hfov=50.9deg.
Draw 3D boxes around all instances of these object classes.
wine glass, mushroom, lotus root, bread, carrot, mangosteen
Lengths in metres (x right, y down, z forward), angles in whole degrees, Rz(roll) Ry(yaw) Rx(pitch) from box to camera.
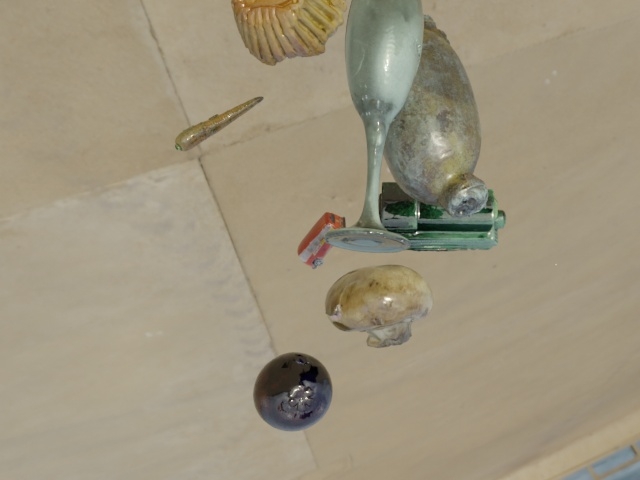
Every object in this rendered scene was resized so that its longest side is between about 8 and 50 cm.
[{"bbox_3d":[0.147,-0.133,0.802,0.264,0.309,0.096,9,167,-15],"label":"wine glass"},{"bbox_3d":[0.125,0.143,1.503,0.255,0.184,0.255,-7,-173,1],"label":"mushroom"},{"bbox_3d":[0.157,-0.184,1.039,0.175,0.349,0.175,-9,156,-4],"label":"lotus root"},{"bbox_3d":[-0.080,-0.507,1.416,0.274,0.274,0.149,-38,152,23],"label":"bread"},{"bbox_3d":[-0.241,-0.285,1.611,0.254,0.049,0.049,-33,155,-18],"label":"carrot"},{"bbox_3d":[-0.072,0.359,1.638,0.194,0.194,0.230,-19,-170,-11],"label":"mangosteen"}]

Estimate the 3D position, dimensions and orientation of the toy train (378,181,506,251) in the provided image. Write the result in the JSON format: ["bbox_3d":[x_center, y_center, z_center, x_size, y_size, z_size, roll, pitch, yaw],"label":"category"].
[{"bbox_3d":[0.270,-0.057,1.572,0.330,0.138,0.178,0,166,8],"label":"toy train"}]

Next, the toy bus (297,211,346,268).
[{"bbox_3d":[0.000,0.000,1.888,0.077,0.079,0.174,27,123,-23],"label":"toy bus"}]
